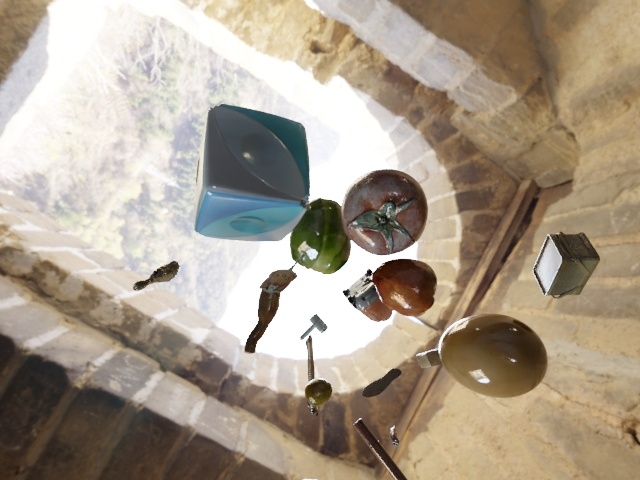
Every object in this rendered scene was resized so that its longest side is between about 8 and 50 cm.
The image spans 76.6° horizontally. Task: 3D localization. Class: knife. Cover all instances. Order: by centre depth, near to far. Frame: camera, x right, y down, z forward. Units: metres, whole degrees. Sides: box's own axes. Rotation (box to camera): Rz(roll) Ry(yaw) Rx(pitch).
[{"bbox_3d":[-0.041,0.558,1.669,0.089,0.043,0.366,-99,-175,-77],"label":"knife"}]

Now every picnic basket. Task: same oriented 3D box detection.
[{"bbox_3d":[1.006,0.104,1.678,0.165,0.139,0.267,-89,175,-46],"label":"picnic basket"}]

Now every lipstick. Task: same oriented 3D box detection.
[{"bbox_3d":[0.295,1.041,1.990,0.057,0.357,0.057,-35,160,-15],"label":"lipstick"}]

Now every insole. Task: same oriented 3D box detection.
[{"bbox_3d":[0.304,0.697,1.984,0.253,0.005,0.086,-23,-154,-33],"label":"insole"}]

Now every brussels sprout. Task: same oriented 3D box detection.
[{"bbox_3d":[0.000,0.000,1.821,0.371,0.275,0.315,79,8,-61],"label":"brussels sprout"}]

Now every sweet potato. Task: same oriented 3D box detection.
[{"bbox_3d":[-0.248,0.322,1.825,0.109,0.109,0.386,153,-45,-75],"label":"sweet potato"}]

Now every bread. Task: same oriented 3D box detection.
[{"bbox_3d":[0.562,0.591,2.038,0.152,0.105,0.078,112,-36,-71],"label":"bread"}]

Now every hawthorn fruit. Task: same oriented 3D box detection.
[{"bbox_3d":[0.282,0.160,1.458,0.210,0.262,0.211,11,90,-82],"label":"hawthorn fruit"}]

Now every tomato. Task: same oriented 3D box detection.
[{"bbox_3d":[0.229,-0.103,1.461,0.317,0.316,0.282,-54,-178,17],"label":"tomato"}]

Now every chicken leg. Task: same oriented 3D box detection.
[{"bbox_3d":[-0.666,0.152,1.653,0.197,0.069,0.085,-30,176,-29],"label":"chicken leg"}]

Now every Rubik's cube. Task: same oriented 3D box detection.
[{"bbox_3d":[-0.244,-0.212,1.396,0.347,0.351,0.353,131,-38,-58],"label":"Rubik's cube"}]

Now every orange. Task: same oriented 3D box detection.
[{"bbox_3d":[-0.006,0.501,1.343,0.094,0.085,0.085,-22,-171,0],"label":"orange"}]

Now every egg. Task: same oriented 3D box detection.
[{"bbox_3d":[0.634,0.425,1.511,0.373,0.301,0.301,-5,-147,22],"label":"egg"}]

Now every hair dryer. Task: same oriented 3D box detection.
[{"bbox_3d":[-0.039,0.400,1.796,0.137,0.082,0.047,-44,155,0],"label":"hair dryer"}]

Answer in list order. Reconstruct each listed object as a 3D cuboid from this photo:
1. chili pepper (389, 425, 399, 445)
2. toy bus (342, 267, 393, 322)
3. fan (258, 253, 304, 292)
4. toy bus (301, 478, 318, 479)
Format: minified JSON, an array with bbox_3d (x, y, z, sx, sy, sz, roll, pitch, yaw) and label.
[{"bbox_3d":[0.351,0.933,1.937,0.153,0.041,0.050,-62,172,-83],"label":"chili pepper"},{"bbox_3d":[0.254,0.286,1.990,0.194,0.232,0.287,-43,-172,-2],"label":"toy bus"},{"bbox_3d":[-0.128,0.123,1.484,0.220,0.132,0.009,-45,-129,23],"label":"fan"},{"bbox_3d":[-0.061,1.099,1.597,0.232,0.197,0.294,121,-7,-66],"label":"toy bus"}]
